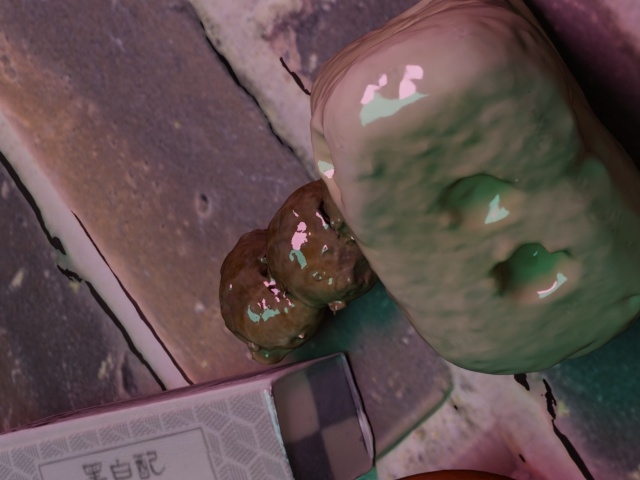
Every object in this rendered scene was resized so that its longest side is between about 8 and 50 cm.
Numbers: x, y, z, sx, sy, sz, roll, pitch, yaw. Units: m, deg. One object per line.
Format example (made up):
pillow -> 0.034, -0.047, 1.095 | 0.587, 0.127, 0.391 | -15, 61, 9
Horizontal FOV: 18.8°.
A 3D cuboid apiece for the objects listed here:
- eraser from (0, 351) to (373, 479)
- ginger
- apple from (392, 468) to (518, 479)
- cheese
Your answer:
eraser -> -0.148, 0.172, 1.491 | 0.404, 0.098, 0.096 | -16, 91, 39
ginger -> 0.000, 0.000, 1.349 | 0.204, 0.080, 0.104 | -43, 49, 37
apple -> 0.100, 0.267, 1.259 | 0.253, 0.253, 0.254 | 10, 106, 36
cheese -> 0.100, -0.031, 1.163 | 0.173, 0.251, 0.248 | -33, 91, 4
